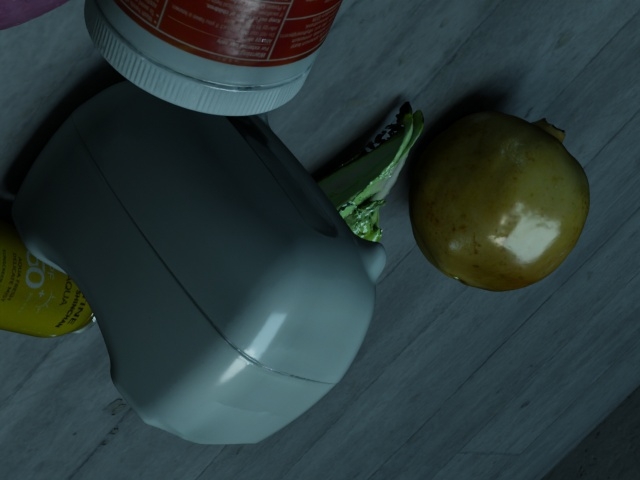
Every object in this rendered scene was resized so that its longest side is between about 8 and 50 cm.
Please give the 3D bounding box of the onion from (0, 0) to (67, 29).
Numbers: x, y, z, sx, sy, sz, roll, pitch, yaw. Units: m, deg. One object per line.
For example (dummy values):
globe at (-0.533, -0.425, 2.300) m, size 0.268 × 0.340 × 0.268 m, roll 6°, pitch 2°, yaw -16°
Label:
onion at (-0.242, -0.290, 0.841) m, size 0.358 × 0.345 × 0.358 m, roll -9°, pitch 107°, yaw -29°

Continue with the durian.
durian at (-0.005, -0.005, 1.771) m, size 0.375 × 0.132 × 0.106 m, roll -45°, pitch 128°, yaw 4°

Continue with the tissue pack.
tissue pack at (-0.106, 0.005, 1.413) m, size 0.236 × 0.333 × 0.229 m, roll -46°, pitch 151°, yaw 14°

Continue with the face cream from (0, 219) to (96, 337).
face cream at (-0.314, 0.030, 1.452) m, size 0.105 × 0.105 × 0.349 m, roll -45°, pitch 152°, yaw 13°

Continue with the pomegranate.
pomegranate at (0.215, -0.043, 1.864) m, size 0.233 × 0.233 × 0.233 m, roll -29°, pitch 151°, yaw -18°

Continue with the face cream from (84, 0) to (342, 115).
face cream at (-0.074, -0.233, 1.236) m, size 0.201 × 0.201 × 0.187 m, roll -15°, pitch 145°, yaw -38°
